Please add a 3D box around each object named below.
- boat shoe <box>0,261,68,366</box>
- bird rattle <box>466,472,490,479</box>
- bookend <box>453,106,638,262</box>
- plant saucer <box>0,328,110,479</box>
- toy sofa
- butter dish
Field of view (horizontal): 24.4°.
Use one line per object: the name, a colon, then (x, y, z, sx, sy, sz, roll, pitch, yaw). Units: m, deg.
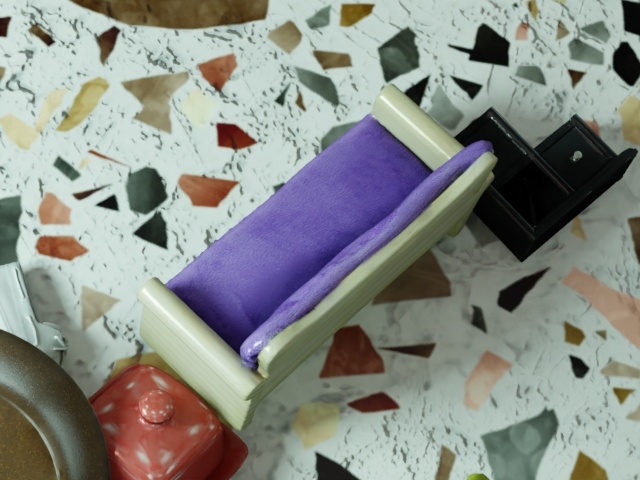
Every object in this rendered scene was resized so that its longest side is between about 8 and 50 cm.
boat shoe: (-0.289, 0.103, 1.489, 0.063, 0.066, 0.184, -27, 64, -11)
bird rattle: (0.190, 0.333, 1.424, 0.253, 0.143, 0.207, 18, 81, -10)
bookend: (0.223, -0.089, 1.578, 0.157, 0.072, 0.156, -38, 76, -15)
plant saucer: (-0.346, 0.225, 1.332, 0.311, 0.050, 0.310, -1, 99, -7)
toy sofa: (0.000, 0.000, 1.446, 0.150, 0.177, 0.362, 43, 63, 13)
butter dish: (-0.164, 0.184, 1.417, 0.160, 0.118, 0.160, 37, 54, 13)
